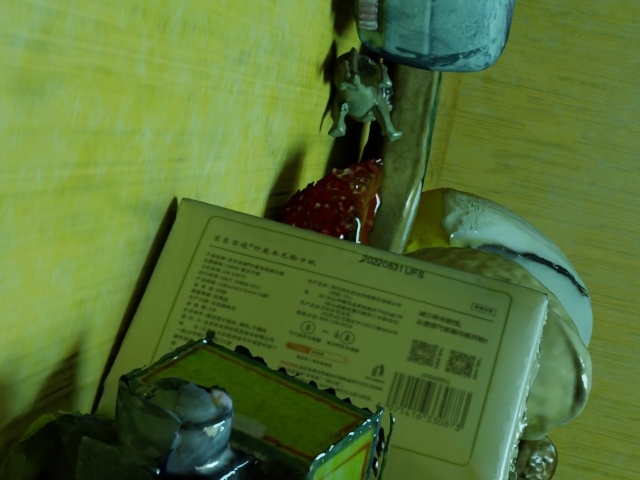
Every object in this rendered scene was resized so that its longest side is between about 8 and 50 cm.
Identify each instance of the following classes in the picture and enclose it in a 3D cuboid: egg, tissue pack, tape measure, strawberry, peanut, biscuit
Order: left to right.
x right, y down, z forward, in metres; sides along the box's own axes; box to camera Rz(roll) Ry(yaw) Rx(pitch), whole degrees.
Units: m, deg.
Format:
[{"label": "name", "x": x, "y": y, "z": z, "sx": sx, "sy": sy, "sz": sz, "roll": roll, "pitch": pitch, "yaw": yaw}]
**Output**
[{"label": "strawberry", "x": -0.001, "y": 0.002, "z": 1.277, "sx": 0.140, "sy": 0.085, "sz": 0.192, "roll": 73, "pitch": 30, "yaw": -74}, {"label": "tissue pack", "x": 0.006, "y": 0.090, "z": 0.910, "sx": 0.125, "sy": 0.234, "sz": 0.159, "roll": 92, "pitch": 14, "yaw": -58}, {"label": "biscuit", "x": 0.083, "y": -0.098, "z": 1.645, "sx": 0.287, "sy": 0.057, "sz": 0.343, "roll": 108, "pitch": -7, "yaw": -61}, {"label": "peanut", "x": 0.088, "y": 0.091, "z": 1.347, "sx": 0.340, "sy": 0.158, "sz": 0.174, "roll": -19, "pitch": -126, "yaw": 49}, {"label": "tape measure", "x": 0.109, "y": -0.289, "z": 1.374, "sx": 0.256, "sy": 0.147, "sz": 0.275, "roll": -68, "pitch": 165, "yaw": -59}, {"label": "egg", "x": 0.156, "y": 0.062, "z": 1.834, "sx": 0.337, "sy": 0.337, "sz": 0.201, "roll": 95, "pitch": -6, "yaw": -47}]

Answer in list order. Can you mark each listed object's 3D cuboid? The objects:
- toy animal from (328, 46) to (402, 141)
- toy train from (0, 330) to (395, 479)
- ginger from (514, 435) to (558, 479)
[{"label": "toy animal", "x": 0.037, "y": -0.132, "z": 1.416, "sx": 0.220, "sy": 0.069, "sz": 0.086, "roll": 11, "pitch": 70, "yaw": -87}, {"label": "toy train", "x": -0.069, "y": 0.172, "z": 0.759, "sx": 0.177, "sy": 0.134, "sz": 0.260, "roll": -29, "pitch": 135, "yaw": -54}, {"label": "ginger", "x": 0.117, "y": 0.300, "z": 1.734, "sx": 0.357, "sy": 0.152, "sz": 0.274, "roll": -37, "pitch": -145, "yaw": 19}]
